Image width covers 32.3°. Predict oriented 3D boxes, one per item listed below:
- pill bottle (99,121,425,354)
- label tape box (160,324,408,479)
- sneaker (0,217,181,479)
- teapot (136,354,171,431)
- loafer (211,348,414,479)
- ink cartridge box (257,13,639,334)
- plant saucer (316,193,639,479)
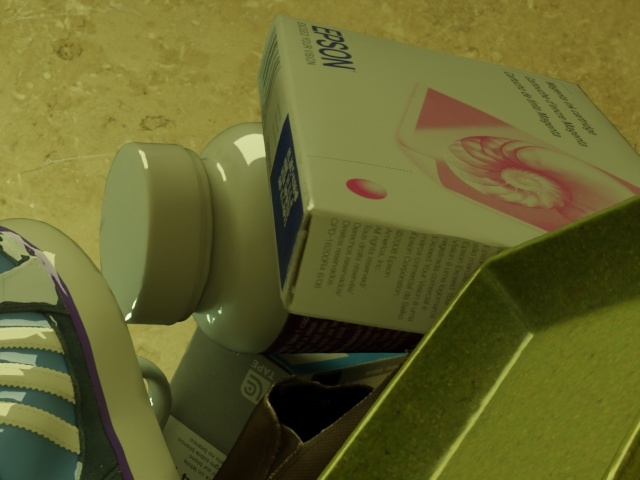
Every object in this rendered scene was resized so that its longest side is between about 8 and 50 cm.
[{"bbox_3d":[0.000,0.000,0.813,0.302,0.169,0.169,2,-21,-27],"label":"pill bottle"},{"bbox_3d":[-0.076,0.224,0.967,0.333,0.106,0.241,-64,-23,11],"label":"label tape box"},{"bbox_3d":[-0.218,0.111,0.583,0.236,0.322,0.130,-4,-44,-35],"label":"sneaker"},{"bbox_3d":[-0.244,0.211,0.784,0.256,0.252,0.187,-8,-25,18],"label":"teapot"},{"bbox_3d":[0.005,0.148,0.703,0.366,0.130,0.134,-30,-14,40],"label":"loafer"},{"bbox_3d":[0.130,-0.037,0.691,0.330,0.071,0.324,9,26,-11],"label":"ink cartridge box"},{"bbox_3d":[0.084,0.060,0.407,0.188,0.045,0.188,-48,10,-32],"label":"plant saucer"}]
